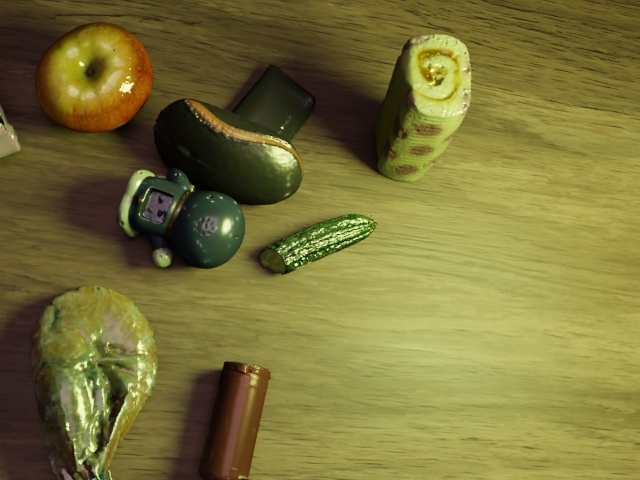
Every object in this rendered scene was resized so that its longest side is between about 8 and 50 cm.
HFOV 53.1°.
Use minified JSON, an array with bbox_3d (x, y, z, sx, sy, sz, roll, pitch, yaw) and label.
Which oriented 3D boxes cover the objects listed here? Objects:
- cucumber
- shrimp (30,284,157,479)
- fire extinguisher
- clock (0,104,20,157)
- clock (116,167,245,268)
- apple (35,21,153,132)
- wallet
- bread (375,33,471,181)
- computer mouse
[{"bbox_3d":[0.000,-0.001,1.364,0.265,0.077,0.077,-25,80,-22],"label":"cucumber"},{"bbox_3d":[-0.400,0.293,1.161,0.221,0.110,0.445,-4,70,-24],"label":"shrimp"},{"bbox_3d":[-0.162,0.369,1.194,0.105,0.105,0.269,14,70,-9],"label":"fire extinguisher"},{"bbox_3d":[-0.660,-0.286,1.195,0.090,0.248,0.227,-23,80,-17],"label":"clock"},{"bbox_3d":[-0.271,-0.036,1.270,0.243,0.146,0.199,21,79,-1],"label":"clock"},{"bbox_3d":[-0.456,-0.323,1.303,0.235,0.173,0.210,-25,84,-11],"label":"apple"},{"bbox_3d":[-0.118,-0.276,1.437,0.149,0.044,0.250,37,68,-4],"label":"wallet"},{"bbox_3d":[0.212,-0.266,1.359,0.155,0.338,0.187,0,72,-7],"label":"bread"},{"bbox_3d":[-0.192,-0.171,1.311,0.323,0.183,0.116,22,40,-5],"label":"computer mouse"}]
